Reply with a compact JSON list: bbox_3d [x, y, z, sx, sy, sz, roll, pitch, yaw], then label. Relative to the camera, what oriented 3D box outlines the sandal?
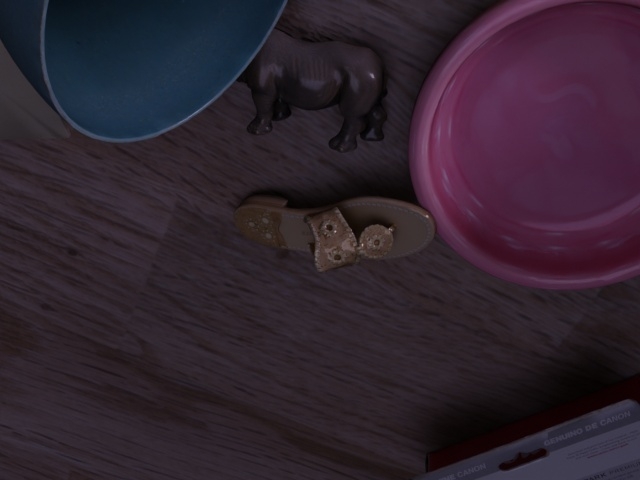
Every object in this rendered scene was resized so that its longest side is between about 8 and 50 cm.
[{"bbox_3d":[0.002,0.005,0.910,0.240,0.079,0.088,6,133,26],"label":"sandal"}]

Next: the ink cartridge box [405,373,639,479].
[{"bbox_3d":[0.300,0.308,1.066,0.309,0.130,0.272,-26,112,20],"label":"ink cartridge box"}]

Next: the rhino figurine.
[{"bbox_3d":[-0.046,-0.166,0.864,0.243,0.073,0.106,11,125,2],"label":"rhino figurine"}]

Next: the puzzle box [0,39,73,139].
[{"bbox_3d":[-0.478,-0.214,0.835,0.409,0.052,0.272,1,141,10],"label":"puzzle box"}]

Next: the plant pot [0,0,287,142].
[{"bbox_3d":[-0.177,-0.256,0.704,0.195,0.290,0.290,37,122,18],"label":"plant pot"}]

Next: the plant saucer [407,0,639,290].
[{"bbox_3d":[0.257,-0.106,0.857,0.332,0.084,0.332,3,120,6],"label":"plant saucer"}]
